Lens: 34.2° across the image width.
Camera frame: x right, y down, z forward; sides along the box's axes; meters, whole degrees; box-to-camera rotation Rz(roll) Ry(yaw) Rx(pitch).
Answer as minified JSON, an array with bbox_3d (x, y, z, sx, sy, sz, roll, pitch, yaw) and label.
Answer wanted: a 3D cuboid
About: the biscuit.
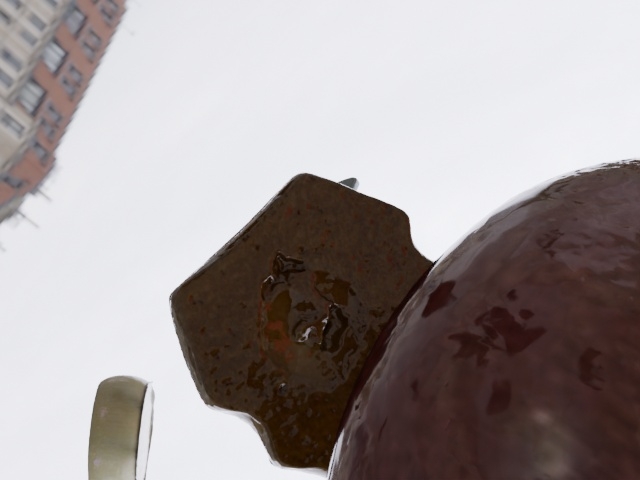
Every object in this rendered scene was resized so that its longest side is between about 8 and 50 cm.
[{"bbox_3d":[0.020,0.070,0.669,0.182,0.215,0.034,-45,177,-18],"label":"biscuit"}]

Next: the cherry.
[{"bbox_3d":[0.124,0.099,0.451,0.221,0.261,0.307,12,-102,38],"label":"cherry"}]

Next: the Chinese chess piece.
[{"bbox_3d":[-0.192,0.191,1.004,0.122,0.051,0.122,-175,-90,-88],"label":"Chinese chess piece"}]

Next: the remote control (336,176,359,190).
[{"bbox_3d":[0.000,0.000,1.036,0.050,0.027,0.184,-19,-150,31],"label":"remote control"}]
